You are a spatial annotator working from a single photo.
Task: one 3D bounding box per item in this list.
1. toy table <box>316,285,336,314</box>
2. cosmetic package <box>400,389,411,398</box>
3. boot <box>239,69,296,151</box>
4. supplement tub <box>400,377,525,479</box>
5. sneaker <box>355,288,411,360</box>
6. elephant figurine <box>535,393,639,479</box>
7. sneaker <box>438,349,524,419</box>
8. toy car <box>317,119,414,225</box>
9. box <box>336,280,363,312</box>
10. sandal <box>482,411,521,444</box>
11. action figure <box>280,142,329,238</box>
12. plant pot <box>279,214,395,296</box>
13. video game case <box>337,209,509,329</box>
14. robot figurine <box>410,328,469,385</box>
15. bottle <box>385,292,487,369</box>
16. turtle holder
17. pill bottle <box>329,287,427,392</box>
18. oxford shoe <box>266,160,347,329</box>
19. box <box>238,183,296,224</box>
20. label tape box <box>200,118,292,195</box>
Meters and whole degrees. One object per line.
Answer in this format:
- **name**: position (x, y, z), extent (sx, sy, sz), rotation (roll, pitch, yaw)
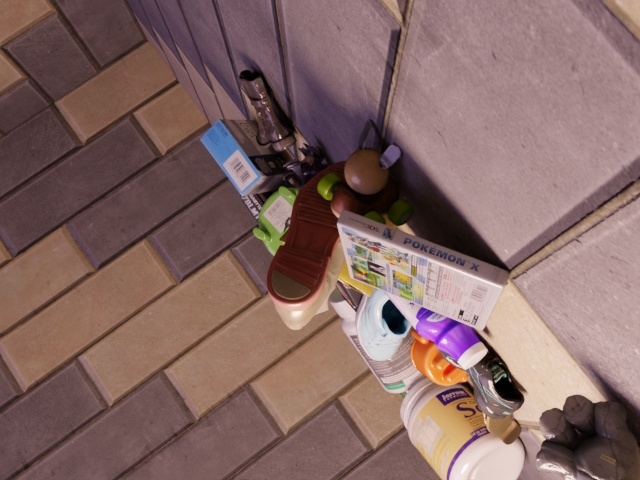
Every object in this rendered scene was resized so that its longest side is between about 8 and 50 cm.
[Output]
- **toy table**: position (0.058, 0.153, 2.501), extent (0.274, 0.252, 0.161), rotation (38, -148, -77)
- **cosmetic package**: position (0.424, 0.591, 2.387), extent (0.365, 0.155, 0.197), rotation (55, 171, 5)
- **boot**: position (-0.161, -0.374, 1.987), extent (0.229, 0.091, 0.263), rotation (63, 167, -21)
- **supplement tub**: position (0.402, 0.568, 2.052), extent (0.241, 0.241, 0.331), rotation (59, 172, -35)
- **sneaker**: position (0.165, 0.210, 1.789), extent (0.150, 0.135, 0.366), rotation (-100, 6, -47)
- **elephant figurine**: position (0.454, 0.353, 1.135), extent (0.169, 0.186, 0.239), rotation (-6, 146, 31)
- **sneaker**: position (0.362, 0.273, 1.590), extent (0.267, 0.101, 0.106), rotation (54, 151, 6)
- **toy car**: position (0.099, -0.129, 1.331), extent (0.155, 0.149, 0.188), rotation (45, 141, 29)
- **box**: position (0.111, 0.068, 1.881), extent (0.143, 0.165, 0.270), rotation (46, 170, 49)
- **sandal**: position (0.443, 0.444, 1.801), extent (0.079, 0.088, 0.240), rotation (40, 170, 43)
- **action figure**: position (-0.030, -0.124, 1.805), extent (0.185, 0.099, 0.285), rotation (33, -128, -48)
- **plant pot**: position (0.054, -0.015, 1.621), extent (0.212, 0.187, 0.212), rotation (34, 176, -10)
- **video game case**: position (0.185, 0.064, 1.327), extent (0.300, 0.036, 0.329), rotation (21, 165, 13)
- **robot figurine**: position (0.311, 0.307, 1.853), extent (0.158, 0.128, 0.219), rotation (11, -179, -11)
- **bottle**: position (0.250, 0.156, 1.558), extent (0.283, 0.118, 0.092), rotation (52, 172, 28)
- **turtle holder**: position (-0.029, -0.035, 2.240), extent (0.320, 0.243, 0.227), rotation (16, -173, 17)
- **pill bottle**: position (0.193, 0.282, 2.213), extent (0.361, 0.204, 0.204), rotation (56, 173, -16)
- **oxford shoe**: position (0.000, 0.000, 1.447), extent (0.140, 0.397, 0.146), rotation (20, 147, 16)
- **box**: position (-0.109, -0.072, 2.507), extent (0.295, 0.073, 0.293), rotation (53, -154, 16)
- **label tape box**: position (-0.221, -0.295, 2.452), extent (0.249, 0.115, 0.348), rotation (53, -153, 9)
